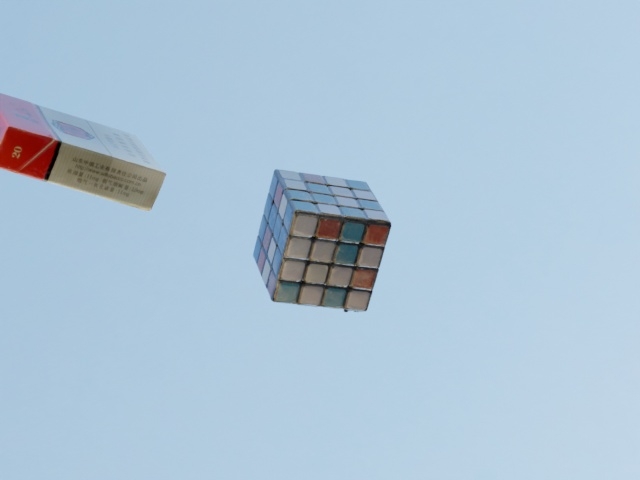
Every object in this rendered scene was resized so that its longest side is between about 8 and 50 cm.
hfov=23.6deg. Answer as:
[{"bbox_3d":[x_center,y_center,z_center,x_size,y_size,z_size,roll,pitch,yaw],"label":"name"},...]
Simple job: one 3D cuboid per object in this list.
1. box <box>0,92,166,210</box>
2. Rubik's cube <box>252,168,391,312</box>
[{"bbox_3d":[-0.224,-0.080,1.362,0.152,0.100,0.048,19,-77,-30],"label":"box"},{"bbox_3d":[0.000,0.000,1.370,0.092,0.092,0.092,8,-65,-17],"label":"Rubik's cube"}]
